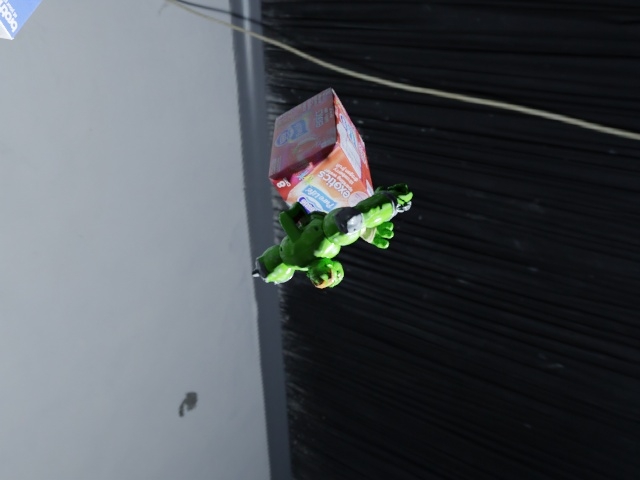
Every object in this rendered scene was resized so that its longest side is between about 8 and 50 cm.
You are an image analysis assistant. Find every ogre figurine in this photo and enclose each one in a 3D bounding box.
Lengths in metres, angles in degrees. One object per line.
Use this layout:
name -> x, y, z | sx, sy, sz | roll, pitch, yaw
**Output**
ogre figurine -> 0.000, 0.000, 0.727 | 0.118, 0.197, 0.096 | -21, 101, -63

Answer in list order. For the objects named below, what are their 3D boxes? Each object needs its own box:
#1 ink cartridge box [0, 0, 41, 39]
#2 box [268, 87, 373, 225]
ink cartridge box -> -0.425, -0.362, 0.801 | 0.207, 0.046, 0.097 | 79, 27, -58
box -> 0.001, -0.135, 1.075 | 0.128, 0.123, 0.256 | 57, 16, -28
